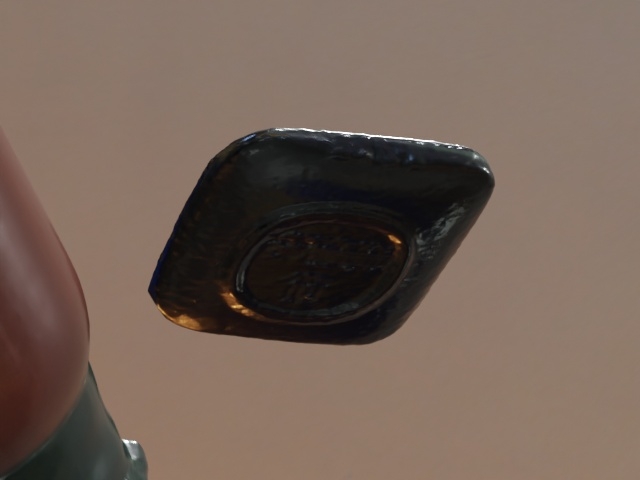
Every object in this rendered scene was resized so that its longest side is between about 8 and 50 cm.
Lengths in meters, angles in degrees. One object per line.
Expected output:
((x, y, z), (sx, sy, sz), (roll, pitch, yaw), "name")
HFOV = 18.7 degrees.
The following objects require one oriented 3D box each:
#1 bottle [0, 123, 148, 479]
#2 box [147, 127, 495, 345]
((-0.168, -0.004, 0.683), (0.144, 0.144, 0.336), (-10, -58, 24), "bottle")
((0.000, 0.000, 1.366), (0.042, 0.212, 0.201), (-104, -149, -41), "box")
